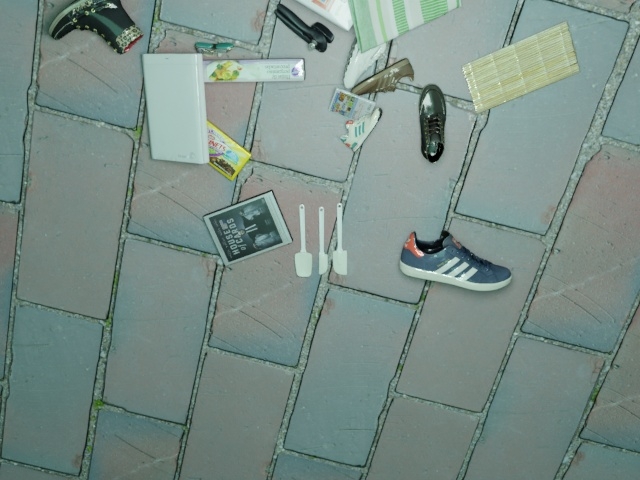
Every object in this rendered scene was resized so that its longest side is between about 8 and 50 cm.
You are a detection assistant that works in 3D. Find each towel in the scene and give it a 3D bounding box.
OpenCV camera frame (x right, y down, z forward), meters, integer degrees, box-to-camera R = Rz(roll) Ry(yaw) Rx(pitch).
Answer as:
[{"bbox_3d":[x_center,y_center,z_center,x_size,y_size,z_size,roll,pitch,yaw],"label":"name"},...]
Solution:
[{"bbox_3d":[0.224,-0.672,1.618,0.324,0.038,0.248,-28,131,-10],"label":"towel"}]

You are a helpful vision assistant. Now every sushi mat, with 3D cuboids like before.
[{"bbox_3d":[0.577,-0.494,1.756,0.316,0.019,0.152,-22,105,10],"label":"sushi mat"}]

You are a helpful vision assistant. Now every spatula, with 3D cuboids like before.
[{"bbox_3d":[0.000,0.000,1.946,0.168,0.019,0.242,0,108,4],"label":"spatula"}]

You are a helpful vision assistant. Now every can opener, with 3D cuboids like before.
[{"bbox_3d":[-0.053,-0.604,1.740,0.186,0.073,0.059,32,146,-4],"label":"can opener"}]

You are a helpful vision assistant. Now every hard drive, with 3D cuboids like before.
[{"bbox_3d":[-0.425,-0.388,1.791,0.202,0.040,0.308,9,110,27],"label":"hard drive"}]

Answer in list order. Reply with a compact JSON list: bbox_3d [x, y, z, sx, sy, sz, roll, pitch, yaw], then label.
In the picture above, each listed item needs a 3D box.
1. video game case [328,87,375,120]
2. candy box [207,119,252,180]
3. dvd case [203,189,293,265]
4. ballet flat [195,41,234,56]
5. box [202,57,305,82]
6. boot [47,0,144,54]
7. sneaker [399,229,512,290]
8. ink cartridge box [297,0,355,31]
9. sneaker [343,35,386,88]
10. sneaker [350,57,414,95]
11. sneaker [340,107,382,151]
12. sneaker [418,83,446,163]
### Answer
[{"bbox_3d":[0.091,-0.393,1.793,0.121,0.011,0.087,20,142,-4],"label":"video game case"},{"bbox_3d":[-0.321,-0.285,1.865,0.205,0.027,0.105,37,103,-9],"label":"candy box"},{"bbox_3d":[-0.229,-0.038,1.940,0.238,0.030,0.180,-20,105,8],"label":"dvd case"},{"bbox_3d":[-0.305,-0.554,1.775,0.114,0.041,0.041,3,108,2],"label":"ballet flat"},{"bbox_3d":[-0.206,-0.493,1.771,0.323,0.067,0.063,0,109,2],"label":"box"},{"bbox_3d":[-0.642,-0.600,1.749,0.236,0.085,0.179,-33,106,12],"label":"boot"},{"bbox_3d":[0.425,0.052,1.882,0.349,0.131,0.148,8,113,0],"label":"sneaker"},{"bbox_3d":[0.035,-0.769,1.633,0.271,0.130,0.310,29,107,-8],"label":"ink cartridge box"},{"bbox_3d":[0.134,-0.536,1.733,0.094,0.090,0.235,19,110,-13],"label":"sneaker"},{"bbox_3d":[0.181,-0.452,1.764,0.188,0.066,0.071,-26,106,11],"label":"sneaker"},{"bbox_3d":[0.115,-0.336,1.793,0.075,0.057,0.161,35,131,-4],"label":"sneaker"},{"bbox_3d":[0.332,-0.337,1.766,0.083,0.118,0.222,-4,108,4],"label":"sneaker"}]
